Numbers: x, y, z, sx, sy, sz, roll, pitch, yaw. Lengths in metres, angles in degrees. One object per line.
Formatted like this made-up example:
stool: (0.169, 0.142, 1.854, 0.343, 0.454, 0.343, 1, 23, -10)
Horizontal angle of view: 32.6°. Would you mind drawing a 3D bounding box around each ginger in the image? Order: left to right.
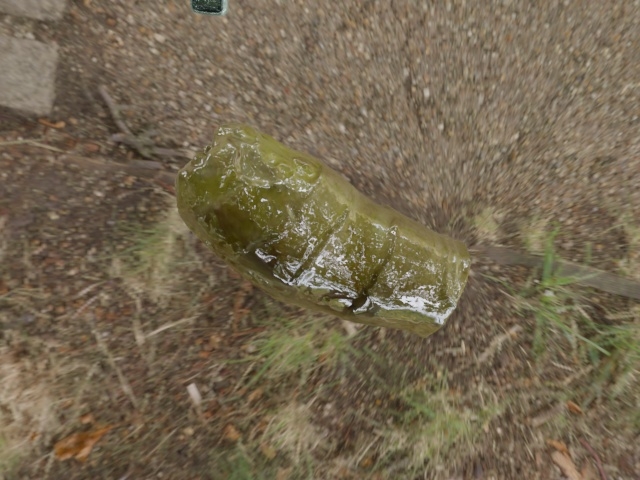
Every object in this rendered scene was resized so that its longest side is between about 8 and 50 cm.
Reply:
ginger: (0.000, 0.000, 0.890, 0.263, 0.109, 0.116, 25, 84, -20)

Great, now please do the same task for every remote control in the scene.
remote control: (-0.129, -0.324, 1.272, 0.053, 0.018, 0.124, 13, 114, 26)
